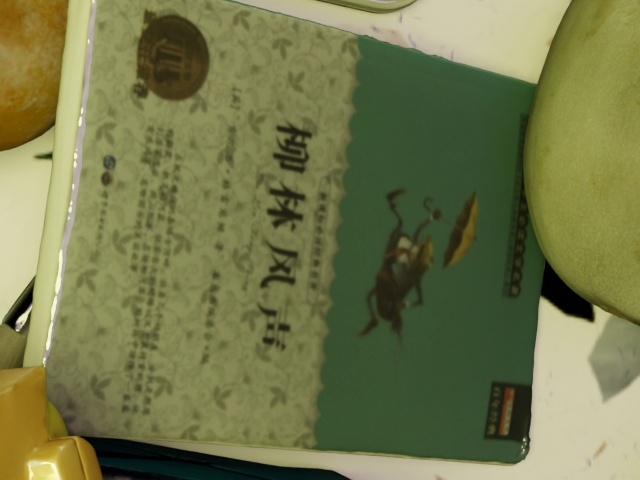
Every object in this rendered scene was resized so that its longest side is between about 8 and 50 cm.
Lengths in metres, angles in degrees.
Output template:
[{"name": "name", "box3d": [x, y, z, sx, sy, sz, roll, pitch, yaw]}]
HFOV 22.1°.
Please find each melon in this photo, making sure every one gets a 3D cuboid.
[{"name": "melon", "box3d": [0.263, -0.085, 1.032, 0.308, 0.272, 0.272, -37, 95, -17]}]

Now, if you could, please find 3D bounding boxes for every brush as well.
[{"name": "brush", "box3d": [-0.148, -0.008, 1.063, 0.039, 0.042, 0.299, 36, 78, -6]}]

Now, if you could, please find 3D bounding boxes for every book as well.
[{"name": "book", "box3d": [0.000, 0.000, 1.008, 0.379, 0.031, 0.264, 9, 86, -37]}]

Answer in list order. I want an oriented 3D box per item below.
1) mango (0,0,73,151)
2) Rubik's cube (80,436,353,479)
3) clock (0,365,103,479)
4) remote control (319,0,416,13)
[{"name": "mango", "box3d": [-0.219, -0.229, 0.971, 0.221, 0.199, 0.384, 0, 86, -10]}, {"name": "Rubik's cube", "box3d": [-0.098, 0.247, 0.951, 0.260, 0.259, 0.254, 13, 87, -13]}, {"name": "clock", "box3d": [-0.213, 0.224, 0.723, 0.244, 0.200, 0.317, -6, 90, 12]}, {"name": "remote control", "box3d": [-0.030, -0.204, 1.087, 0.221, 0.042, 0.078, 11, 85, -11]}]
